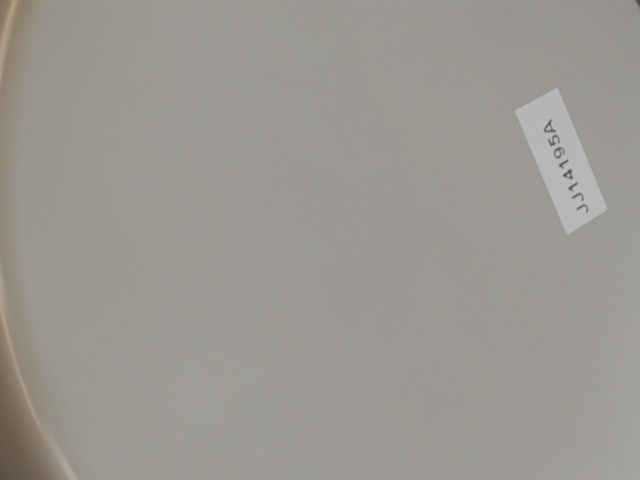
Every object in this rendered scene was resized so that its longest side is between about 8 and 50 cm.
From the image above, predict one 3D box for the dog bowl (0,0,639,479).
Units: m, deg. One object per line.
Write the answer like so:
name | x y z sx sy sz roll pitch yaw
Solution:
dog bowl | 0.000 0.000 0.507 0.349 0.102 0.349 8 -103 -37
